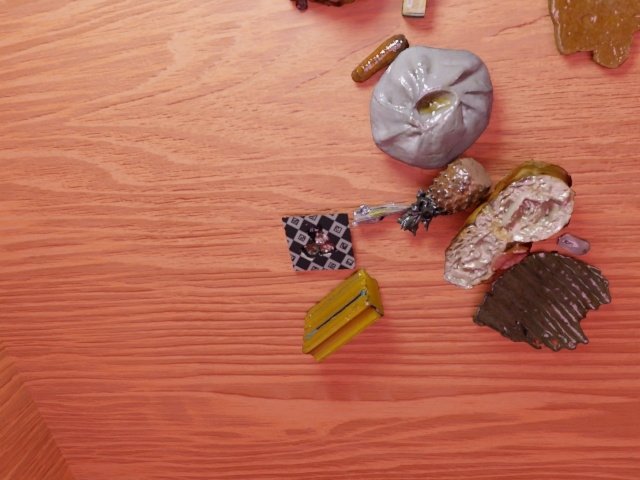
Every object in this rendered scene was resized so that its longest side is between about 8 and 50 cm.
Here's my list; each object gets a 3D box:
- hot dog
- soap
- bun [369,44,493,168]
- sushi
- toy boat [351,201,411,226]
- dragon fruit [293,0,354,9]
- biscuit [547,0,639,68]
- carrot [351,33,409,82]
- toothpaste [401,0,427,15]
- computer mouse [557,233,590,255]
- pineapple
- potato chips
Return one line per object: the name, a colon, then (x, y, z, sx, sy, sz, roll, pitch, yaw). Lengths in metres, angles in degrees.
hot dog: (0.531, -0.059, 1.152, 0.196, 0.365, 0.367, 42, 124, 6)
soap: (0.075, 0.265, 1.460, 0.096, 0.204, 0.324, 39, 115, -21)
bun: (0.305, -0.360, 1.148, 0.354, 0.194, 0.354, 3, 113, 8)
sushi: (0.000, 0.000, 1.437, 0.231, 0.047, 0.220, -3, 118, 14)
toy boat: (0.202, -0.092, 1.353, 0.210, 0.084, 0.066, -9, 90, 4)
dragon fruit: (0.009, -0.743, 0.984, 0.296, 0.263, 0.314, 4, 115, 7)
biscuit: (0.723, -0.627, 1.044, 0.269, 0.051, 0.376, -18, 111, 13)
carrot: (0.166, -0.519, 1.175, 0.186, 0.060, 0.060, -28, 107, 24)
toothpaste: (0.259, -0.745, 1.042, 0.071, 0.089, 0.313, 8, 115, 10)
computer mouse: (0.821, 0.016, 1.326, 0.110, 0.032, 0.056, 23, 114, -2)
pineapple: (0.367, -0.120, 1.251, 0.141, 0.170, 0.310, 50, 137, 4)
potato chips: (0.739, 0.215, 1.394, 0.389, 0.097, 0.373, 18, 114, -1)
